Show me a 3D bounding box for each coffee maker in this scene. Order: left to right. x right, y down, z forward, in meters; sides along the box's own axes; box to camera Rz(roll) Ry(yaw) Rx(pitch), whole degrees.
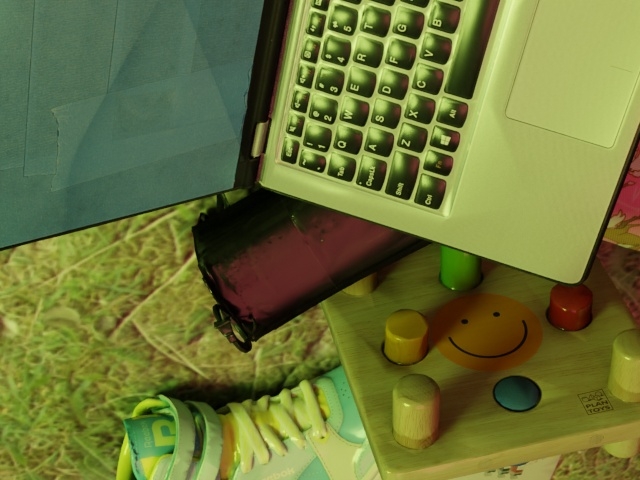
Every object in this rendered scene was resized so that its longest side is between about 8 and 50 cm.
[{"bbox_3d":[0.000,0.000,1.046,0.178,0.171,0.120,-30,132,9],"label":"coffee maker"}]

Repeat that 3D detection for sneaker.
[{"bbox_3d":[-0.059,0.183,1.214,0.319,0.127,0.208,-42,130,17],"label":"sneaker"}]

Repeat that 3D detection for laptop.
[{"bbox_3d":[0.007,-0.131,0.786,0.407,0.236,0.382,18,124,8],"label":"laptop"}]

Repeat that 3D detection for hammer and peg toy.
[{"bbox_3d":[0.197,0.079,1.111,0.361,0.266,0.127,-10,131,-8],"label":"hammer and peg toy"}]

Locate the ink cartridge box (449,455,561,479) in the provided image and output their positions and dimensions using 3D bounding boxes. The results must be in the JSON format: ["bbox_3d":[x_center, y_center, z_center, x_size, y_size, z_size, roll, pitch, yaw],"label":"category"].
[{"bbox_3d":[0.158,0.165,1.264,0.127,0.128,0.176,1,128,-18],"label":"ink cartridge box"}]

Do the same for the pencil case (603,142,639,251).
[{"bbox_3d":[0.245,-0.089,1.053,0.386,0.167,0.160,12,132,-26],"label":"pencil case"}]
